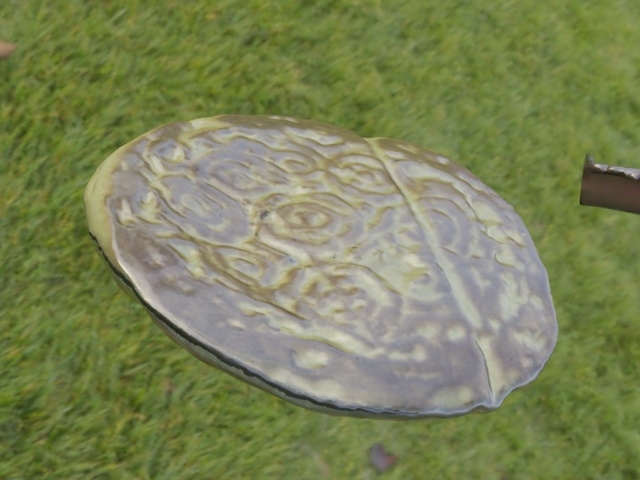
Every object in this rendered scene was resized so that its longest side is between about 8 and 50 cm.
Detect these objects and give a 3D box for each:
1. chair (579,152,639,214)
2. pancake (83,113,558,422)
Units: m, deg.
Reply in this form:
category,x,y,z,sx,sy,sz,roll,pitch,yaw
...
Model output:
category,x,y,z,sx,sy,sz,roll,pitch,yaw
chair,0.221,0.097,0.329,0.183,0.326,0.176,-61,156,-62
pancake,0.000,-0.001,0.646,0.250,0.031,0.250,11,36,-8
